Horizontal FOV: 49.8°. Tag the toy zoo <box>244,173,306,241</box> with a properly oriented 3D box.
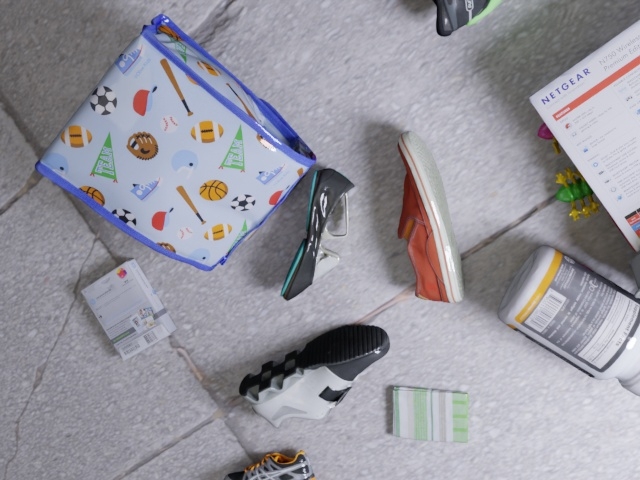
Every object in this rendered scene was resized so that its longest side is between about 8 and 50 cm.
[{"bbox_3d":[-0.195,-0.166,1.398,0.293,0.030,0.192,45,109,3],"label":"toy zoo"}]

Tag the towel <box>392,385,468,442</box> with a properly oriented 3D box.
[{"bbox_3d":[0.223,0.352,1.396,0.152,0.023,0.113,1,104,14],"label":"towel"}]

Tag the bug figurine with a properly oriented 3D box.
[{"bbox_3d":[0.492,-0.165,1.175,0.216,0.072,0.279,-18,95,21],"label":"bug figurine"}]

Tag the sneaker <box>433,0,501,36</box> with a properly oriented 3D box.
[{"bbox_3d":[0.097,-0.534,1.156,0.483,0.185,0.202,43,106,5],"label":"sneaker"}]

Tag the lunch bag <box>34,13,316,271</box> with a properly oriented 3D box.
[{"bbox_3d":[-0.247,-0.159,1.269,0.385,0.239,0.328,38,109,-18],"label":"lunch bag"}]

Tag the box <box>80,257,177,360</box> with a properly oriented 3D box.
[{"bbox_3d":[-0.426,0.155,1.530,0.145,0.038,0.186,-31,93,19],"label":"box"}]

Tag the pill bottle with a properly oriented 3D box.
[{"bbox_3d":[0.468,0.142,1.204,0.278,0.162,0.162,32,108,7],"label":"pill bottle"}]

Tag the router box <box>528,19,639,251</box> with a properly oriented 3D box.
[{"bbox_3d":[0.550,-0.198,1.060,0.335,0.082,0.301,-35,85,21],"label":"router box"}]

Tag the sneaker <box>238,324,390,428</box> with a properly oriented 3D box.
[{"bbox_3d":[0.010,0.283,1.403,0.330,0.122,0.146,-26,112,18],"label":"sneaker"}]

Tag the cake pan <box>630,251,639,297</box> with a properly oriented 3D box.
[{"bbox_3d":[0.615,-0.005,1.080,0.293,0.293,0.054,-35,67,20],"label":"cake pan"}]

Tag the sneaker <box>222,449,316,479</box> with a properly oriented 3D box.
[{"bbox_3d":[-0.112,0.505,1.499,0.215,0.084,0.083,-10,85,14],"label":"sneaker"}]

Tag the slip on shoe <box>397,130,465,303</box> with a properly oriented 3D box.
[{"bbox_3d":[0.186,-0.037,1.275,0.101,0.123,0.331,-10,103,22],"label":"slip on shoe"}]

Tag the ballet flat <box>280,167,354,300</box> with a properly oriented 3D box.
[{"bbox_3d":[0.000,0.000,1.348,0.096,0.095,0.280,16,106,0],"label":"ballet flat"}]
